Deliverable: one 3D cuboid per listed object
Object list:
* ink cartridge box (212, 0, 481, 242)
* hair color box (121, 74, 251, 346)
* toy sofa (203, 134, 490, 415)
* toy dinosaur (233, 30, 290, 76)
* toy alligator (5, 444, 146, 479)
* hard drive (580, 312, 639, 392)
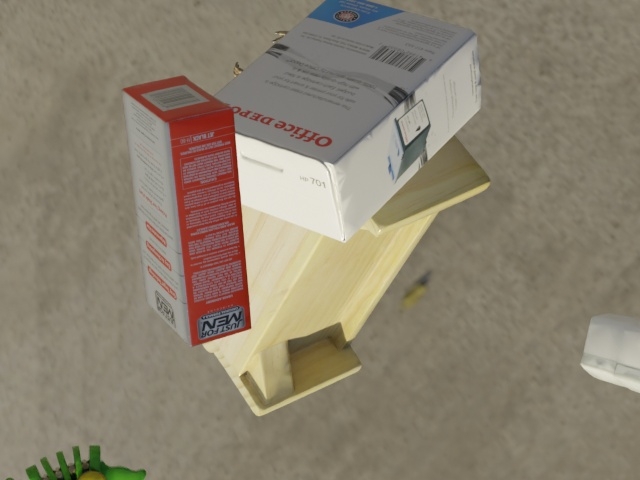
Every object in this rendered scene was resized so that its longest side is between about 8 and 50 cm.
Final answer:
[{"bbox_3d":[0.015,-0.100,1.182,0.191,0.139,0.082,-45,141,-32],"label":"ink cartridge box"},{"bbox_3d":[-0.078,-0.018,0.896,0.043,0.072,0.141,-15,118,-24],"label":"hair color box"},{"bbox_3d":[0.000,0.000,1.522,0.150,0.177,0.362,-22,155,-36],"label":"toy sofa"},{"bbox_3d":[-0.012,-0.134,1.303,0.183,0.092,0.053,-31,141,-15],"label":"toy dinosaur"},{"bbox_3d":[-0.245,0.216,1.312,0.189,0.056,0.051,-19,91,-11],"label":"toy alligator"},{"bbox_3d":[0.295,0.088,0.713,0.203,0.307,0.040,13,90,-28],"label":"hard drive"}]
